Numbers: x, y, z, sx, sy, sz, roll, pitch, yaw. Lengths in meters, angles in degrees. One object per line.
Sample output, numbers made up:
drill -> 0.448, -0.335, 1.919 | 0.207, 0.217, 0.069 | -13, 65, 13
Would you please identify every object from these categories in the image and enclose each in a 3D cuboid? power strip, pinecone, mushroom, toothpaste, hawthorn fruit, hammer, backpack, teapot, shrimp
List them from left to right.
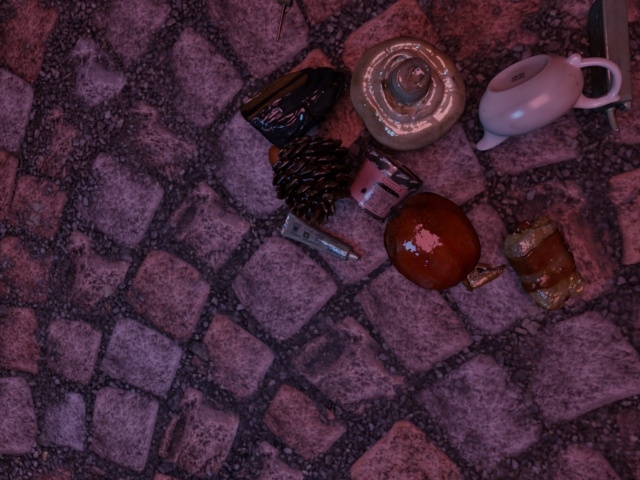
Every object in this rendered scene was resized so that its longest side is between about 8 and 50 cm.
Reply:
hammer -> -0.101, -0.570, 1.220 | 0.035, 0.019, 0.110 | 14, 97, 12
backpack -> -0.052, -0.333, 1.140 | 0.258, 0.206, 0.133 | -38, 128, 2
pinecone -> -0.011, -0.138, 1.063 | 0.184, 0.179, 0.205 | -55, 45, 26
toothpaste -> 0.000, 0.000, 1.208 | 0.218, 0.041, 0.064 | 26, 103, 15
mushroom -> 0.191, -0.328, 1.050 | 0.260, 0.234, 0.254 | 2, 96, 12
hawthorn fruit -> 0.266, 0.018, 1.070 | 0.253, 0.205, 0.205 | 42, 100, 0
shrimp -> 0.385, 0.074, 1.128 | 0.108, 0.023, 0.059 | -33, 76, 12
teapot -> 0.465, -0.300, 1.004 | 0.299, 0.208, 0.166 | -7, 115, 31
power strip -> 0.625, -0.378, 1.020 | 0.053, 0.093, 0.288 | -3, 91, 11

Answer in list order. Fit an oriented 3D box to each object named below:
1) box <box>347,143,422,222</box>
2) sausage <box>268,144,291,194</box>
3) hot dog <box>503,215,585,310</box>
box -> 0.141, -0.129, 1.116 | 0.151, 0.151, 0.135 | 40, 107, 9
sausage -> -0.067, -0.155, 1.198 | 0.076, 0.076, 0.198 | -28, 87, 12
hot dog -> 0.498, 0.051, 1.066 | 0.146, 0.103, 0.213 | -25, 96, -8
